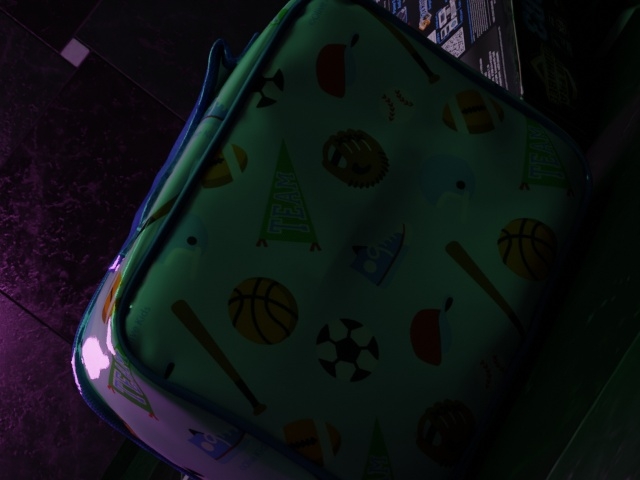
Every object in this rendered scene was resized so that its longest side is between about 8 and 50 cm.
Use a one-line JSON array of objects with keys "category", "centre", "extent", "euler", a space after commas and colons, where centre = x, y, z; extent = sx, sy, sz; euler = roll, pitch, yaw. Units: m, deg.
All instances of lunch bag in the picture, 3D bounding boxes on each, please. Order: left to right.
[{"category": "lunch bag", "centre": [0.008, 0.008, 1.094], "extent": [0.303, 0.243, 0.115], "euler": [-62, 7, -29]}]

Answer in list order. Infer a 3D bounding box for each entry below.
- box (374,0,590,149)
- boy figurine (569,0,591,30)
[{"category": "box", "centre": [0.067, -0.097, 1.421], "extent": [0.293, 0.073, 0.295], "euler": [-45, 30, 33]}, {"category": "boy figurine", "centre": [0.145, -0.139, 1.523], "extent": [0.285, 0.092, 0.177], "euler": [-55, 9, 8]}]
